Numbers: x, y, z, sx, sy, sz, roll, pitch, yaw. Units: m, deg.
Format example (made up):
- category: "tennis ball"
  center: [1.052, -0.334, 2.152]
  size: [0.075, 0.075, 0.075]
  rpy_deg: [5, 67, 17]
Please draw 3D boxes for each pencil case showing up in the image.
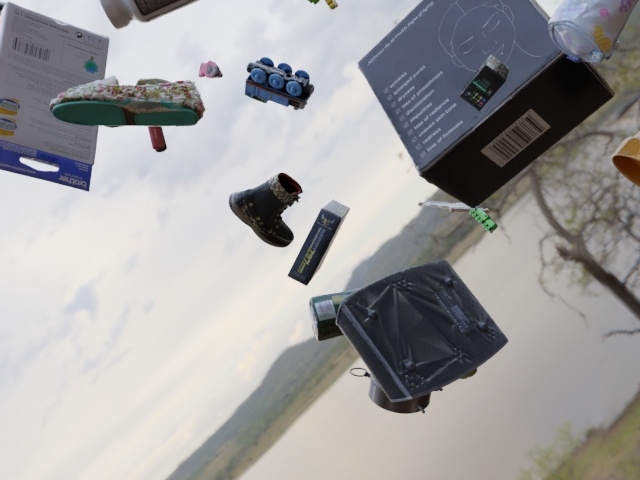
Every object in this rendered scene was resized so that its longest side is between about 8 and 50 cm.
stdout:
- category: "pencil case"
  center: [0.514, -0.443, 1.392]
  size: [0.273, 0.124, 0.113]
  rpy_deg: [-56, -31, -4]

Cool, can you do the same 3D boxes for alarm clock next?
- category: "alarm clock"
  center: [0.148, 0.294, 1.662]
  size: [0.129, 0.192, 0.064]
  rpy_deg: [-32, -50, -57]

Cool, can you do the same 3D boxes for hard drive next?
- category: "hard drive"
  center: [0.141, 0.124, 1.110]
  size: [0.255, 0.172, 0.054]
  rpy_deg: [-17, -26, -48]

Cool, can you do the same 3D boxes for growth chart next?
- category: "growth chart"
  center: [0.403, -0.104, 2.468]
  size: [0.172, 0.021, 0.237]
  rpy_deg: [1, 7, -22]

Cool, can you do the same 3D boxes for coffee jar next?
- category: "coffee jar"
  center: [0.072, 0.140, 1.615]
  size: [0.185, 0.079, 0.096]
  rpy_deg: [-11, -33, -8]

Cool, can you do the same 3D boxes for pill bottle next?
- category: "pill bottle"
  center: [-0.450, -0.684, 2.156]
  size: [0.279, 0.162, 0.162]
  rpy_deg: [-22, -8, 3]

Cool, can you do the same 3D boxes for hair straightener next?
- category: "hair straightener"
  center: [-0.536, -0.387, 2.545]
  size: [0.047, 0.230, 0.089]
  rpy_deg: [-20, -8, -2]

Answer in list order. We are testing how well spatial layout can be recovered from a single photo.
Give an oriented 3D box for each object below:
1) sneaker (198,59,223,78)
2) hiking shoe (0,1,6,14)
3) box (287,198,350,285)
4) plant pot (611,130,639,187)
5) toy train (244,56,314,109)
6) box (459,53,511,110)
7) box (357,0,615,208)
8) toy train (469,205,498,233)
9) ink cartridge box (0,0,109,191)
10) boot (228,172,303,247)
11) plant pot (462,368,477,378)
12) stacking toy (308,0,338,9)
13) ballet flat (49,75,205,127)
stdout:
- category: "sneaker"
  center: [-0.275, -0.437, 2.072]
  size: [0.119, 0.057, 0.047]
  rpy_deg: [29, 104, 62]
- category: "hiking shoe"
  center: [-0.785, -0.470, 1.889]
  size: [0.132, 0.304, 0.113]
  rpy_deg: [5, -53, -41]
- category: "box"
  center: [0.000, 0.000, 1.950]
  size: [0.183, 0.059, 0.232]
  rpy_deg: [-64, -2, 10]
- category: "plant pot"
  center: [0.850, -0.223, 1.941]
  size: [0.188, 0.205, 0.205]
  rpy_deg: [-54, -9, 0]
- category: "toy train"
  center: [-0.104, -0.392, 2.025]
  size: [0.105, 0.184, 0.080]
  rpy_deg: [102, -168, -50]
- category: "box"
  center: [0.316, -0.302, 1.536]
  size: [0.083, 0.052, 0.062]
  rpy_deg: [-52, 3, 39]
- category: "box"
  center: [0.422, -0.434, 2.146]
  size: [0.480, 0.471, 0.297]
  rpy_deg: [-41, -39, 22]
- category: "toy train"
  center: [0.315, -0.042, 1.542]
  size: [0.023, 0.017, 0.083]
  rpy_deg: [-49, 34, 12]
- category: "ink cartridge box"
  center: [-0.473, -0.238, 1.372]
  size: [0.186, 0.311, 0.065]
  rpy_deg: [15, -27, -33]
- category: "boot"
  center: [-0.109, -0.078, 2.152]
  size: [0.179, 0.236, 0.085]
  rpy_deg: [-25, 42, 31]
- category: "plant pot"
  center: [0.323, 0.272, 1.835]
  size: [0.083, 0.079, 0.083]
  rpy_deg: [-22, 19, 8]
- category: "stacking toy"
  center: [0.062, -0.632, 1.959]
  size: [0.167, 0.052, 0.221]
  rpy_deg: [-35, 5, 20]
- category: "ballet flat"
  center: [-0.306, -0.225, 1.283]
  size: [0.241, 0.077, 0.091]
  rpy_deg: [1, -26, -12]
